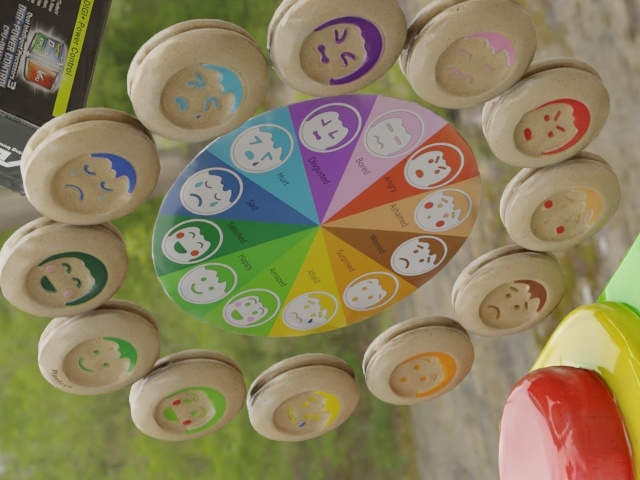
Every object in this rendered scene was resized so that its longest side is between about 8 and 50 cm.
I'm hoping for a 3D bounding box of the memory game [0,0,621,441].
[{"bbox_3d":[0.000,0.000,0.487,0.186,0.186,0.012,84,170,-47],"label":"memory game"}]

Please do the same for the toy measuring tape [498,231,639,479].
[{"bbox_3d":[0.107,0.106,0.597,0.330,0.121,0.121,108,152,-57],"label":"toy measuring tape"}]

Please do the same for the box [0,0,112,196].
[{"bbox_3d":[-0.190,-0.182,0.768,0.060,0.216,0.270,-33,41,49],"label":"box"}]
